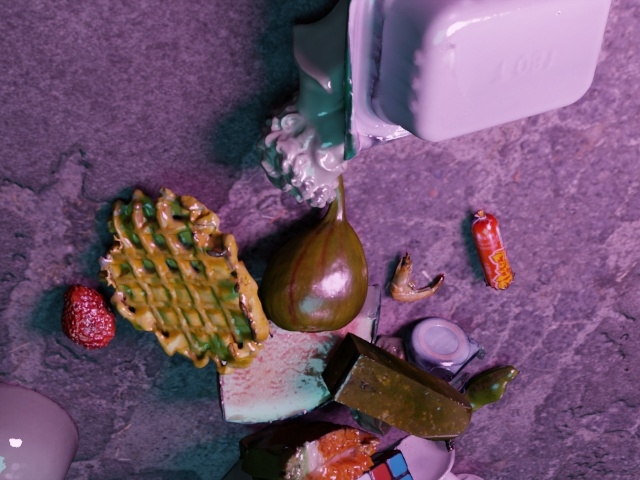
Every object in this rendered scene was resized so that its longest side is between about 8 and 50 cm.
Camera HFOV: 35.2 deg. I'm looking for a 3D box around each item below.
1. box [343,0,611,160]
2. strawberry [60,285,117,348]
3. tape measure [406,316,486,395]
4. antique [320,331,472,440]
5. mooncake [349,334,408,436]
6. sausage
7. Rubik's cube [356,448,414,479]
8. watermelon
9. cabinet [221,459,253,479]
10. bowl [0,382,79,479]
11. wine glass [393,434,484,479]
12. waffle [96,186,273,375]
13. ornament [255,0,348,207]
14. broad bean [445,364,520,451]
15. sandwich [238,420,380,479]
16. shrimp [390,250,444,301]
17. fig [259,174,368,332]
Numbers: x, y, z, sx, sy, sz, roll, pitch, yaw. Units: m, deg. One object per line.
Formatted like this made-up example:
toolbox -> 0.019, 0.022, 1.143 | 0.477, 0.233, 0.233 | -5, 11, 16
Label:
box -> 0.193, -0.217, 1.131 | 0.336, 0.106, 0.264 | -17, 135, -20
strawberry -> -0.340, 0.109, 1.463 | 0.083, 0.083, 0.096 | -17, 125, 8
tape measure -> 0.187, 0.200, 1.605 | 0.104, 0.107, 0.180 | -43, 156, -20
antique -> 0.116, 0.222, 1.460 | 0.220, 0.081, 0.080 | 29, 101, -21
mooncake -> 0.102, 0.230, 1.592 | 0.073, 0.125, 0.130 | 20, 144, 22
sausage -> 0.247, 0.008, 1.460 | 0.050, 0.048, 0.145 | -20, 130, 4
Rubik's cube -> 0.066, 0.452, 1.676 | 0.154, 0.151, 0.155 | -22, 178, -35
watermelon -> -0.047, 0.167, 1.514 | 0.318, 0.148, 0.226 | -32, 121, 19
cabinet -> -0.066, 0.489, 1.795 | 0.206, 0.145, 0.150 | 21, 126, -24
bowl -> -0.542, 0.373, 1.631 | 0.289, 0.146, 0.289 | -4, 132, -4
wine glass -> 0.215, 0.443, 1.783 | 0.164, 0.165, 0.197 | -22, 127, 13
waffle -> -0.186, 0.060, 1.380 | 0.280, 0.060, 0.262 | 36, 132, 3
ornament -> 0.006, -0.179, 1.215 | 0.120, 0.130, 0.285 | 1, 126, -31
broad bean -> 0.258, 0.268, 1.693 | 0.046, 0.061, 0.195 | 10, 122, -49
sandwich -> -0.028, 0.354, 1.612 | 0.212, 0.109, 0.292 | -8, 176, -34
shrimp -> 0.146, 0.052, 1.503 | 0.083, 0.023, 0.114 | -6, 138, -6
fig -> 0.000, 0.000, 1.399 | 0.151, 0.151, 0.260 | 6, 99, -12
